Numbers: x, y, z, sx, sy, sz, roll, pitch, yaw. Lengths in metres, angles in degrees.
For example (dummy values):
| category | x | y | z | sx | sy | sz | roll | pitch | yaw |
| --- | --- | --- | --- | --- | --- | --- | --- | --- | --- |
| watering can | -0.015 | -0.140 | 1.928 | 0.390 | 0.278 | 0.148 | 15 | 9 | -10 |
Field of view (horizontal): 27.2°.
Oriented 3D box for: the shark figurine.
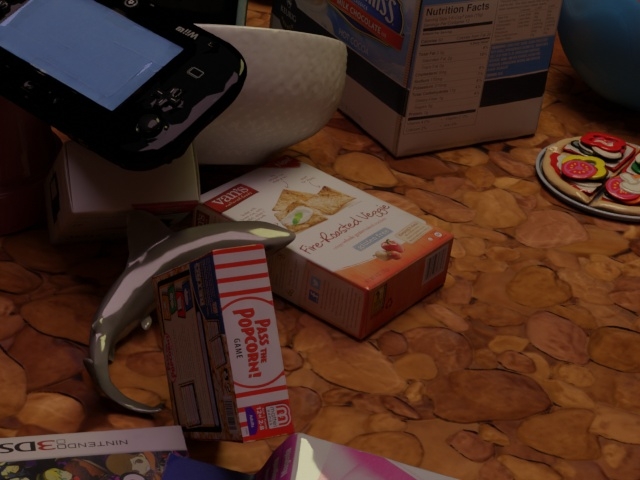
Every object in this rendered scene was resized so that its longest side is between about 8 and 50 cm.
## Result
| category | x | y | z | sx | sy | sz | roll | pitch | yaw |
| --- | --- | --- | --- | --- | --- | --- | --- | --- | --- |
| shark figurine | -0.168 | 0.037 | 1.242 | 0.166 | 0.116 | 0.278 | 12 | 41 | 32 |

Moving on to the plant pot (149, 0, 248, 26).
| category | x | y | z | sx | sy | sz | roll | pitch | yaw |
| --- | --- | --- | --- | --- | --- | --- | --- | --- | --- |
| plant pot | -0.203 | -0.369 | 1.787 | 0.247 | 0.247 | 0.252 | 8 | 16 | 2 |

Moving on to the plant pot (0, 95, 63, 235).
| category | x | y | z | sx | sy | sz | roll | pitch | yaw |
| --- | --- | --- | --- | --- | --- | --- | --- | --- | --- |
| plant pot | -0.374 | -0.128 | 1.411 | 0.201 | 0.180 | 0.201 | 4 | 32 | -3 |

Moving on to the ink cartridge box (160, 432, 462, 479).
| category | x | y | z | sx | sy | sz | roll | pitch | yaw |
| --- | --- | --- | --- | --- | --- | --- | --- | --- | --- |
| ink cartridge box | 0.030 | 0.274 | 0.910 | 0.330 | 0.071 | 0.324 | 17 | 32 | -5 |

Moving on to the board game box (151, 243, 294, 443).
| category | x | y | z | sx | sy | sz | roll | pitch | yaw |
| --- | --- | --- | --- | --- | --- | --- | --- | --- | --- |
| board game box | -0.084 | 0.088 | 1.072 | 0.045 | 0.146 | 0.193 | -8 | -4 | -22 |

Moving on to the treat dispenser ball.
| category | x | y | z | sx | sy | sz | roll | pitch | yaw |
| --- | --- | --- | --- | --- | --- | --- | --- | --- | --- |
| treat dispenser ball | 0.462 | -0.314 | 1.779 | 0.288 | 0.288 | 0.288 | 5 | 32 | -3 |

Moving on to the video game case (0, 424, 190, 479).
| category | x | y | z | sx | sy | sz | roll | pitch | yaw |
| --- | --- | --- | --- | --- | --- | --- | --- | --- | --- |
| video game case | -0.189 | 0.233 | 0.998 | 0.210 | 0.041 | 0.232 | -2 | 33 | -15 |

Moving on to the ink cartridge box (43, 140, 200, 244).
| category | x | y | z | sx | sy | sz | roll | pitch | yaw |
| --- | --- | --- | --- | --- | --- | --- | --- | --- | --- |
| ink cartridge box | -0.203 | -0.048 | 1.331 | 0.128 | 0.072 | 0.175 | -5 | -9 | -19 |

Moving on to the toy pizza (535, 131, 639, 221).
| category | x | y | z | sx | sy | sz | roll | pitch | yaw |
| --- | --- | --- | --- | --- | --- | --- | --- | --- | --- |
| toy pizza | 0.367 | -0.085 | 1.631 | 0.201 | 0.032 | 0.201 | 5 | 32 | -3 |

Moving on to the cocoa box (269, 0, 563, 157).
| category | x | y | z | sx | sy | sz | roll | pitch | yaw |
| --- | --- | --- | --- | --- | --- | --- | --- | --- | --- |
| cocoa box | 0.116 | -0.299 | 1.736 | 0.231 | 0.228 | 0.347 | -12 | 37 | -28 |

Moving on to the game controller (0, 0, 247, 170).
| category | x | y | z | sx | sy | sz | roll | pitch | yaw |
| --- | --- | --- | --- | --- | --- | --- | --- | --- | --- |
| game controller | -0.226 | -0.181 | 1.272 | 0.319 | 0.067 | 0.166 | 31 | 69 | 24 |

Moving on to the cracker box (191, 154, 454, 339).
| category | x | y | z | sx | sy | sz | roll | pitch | yaw |
| --- | --- | --- | --- | --- | --- | --- | --- | --- | --- |
| cracker box | 0.000 | 0.000 | 1.388 | 0.232 | 0.067 | 0.156 | 26 | 36 | 29 |

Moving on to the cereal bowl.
| category | x | y | z | sx | sy | sz | roll | pitch | yaw |
| --- | --- | --- | --- | --- | --- | --- | --- | --- | --- |
| cereal bowl | -0.140 | -0.154 | 1.483 | 0.339 | 0.141 | 0.339 | 1 | 3 | 0 |
